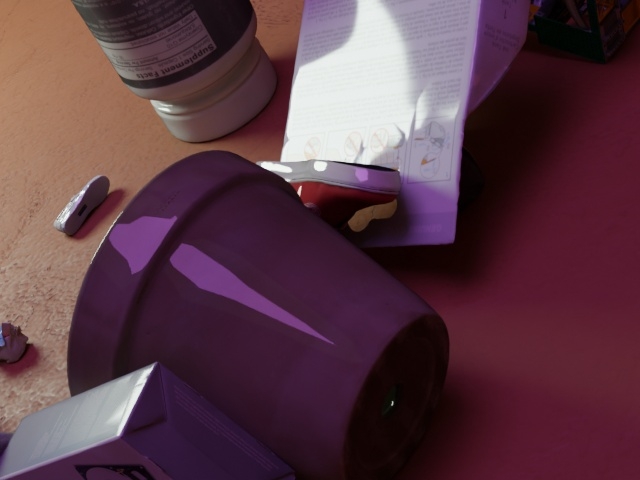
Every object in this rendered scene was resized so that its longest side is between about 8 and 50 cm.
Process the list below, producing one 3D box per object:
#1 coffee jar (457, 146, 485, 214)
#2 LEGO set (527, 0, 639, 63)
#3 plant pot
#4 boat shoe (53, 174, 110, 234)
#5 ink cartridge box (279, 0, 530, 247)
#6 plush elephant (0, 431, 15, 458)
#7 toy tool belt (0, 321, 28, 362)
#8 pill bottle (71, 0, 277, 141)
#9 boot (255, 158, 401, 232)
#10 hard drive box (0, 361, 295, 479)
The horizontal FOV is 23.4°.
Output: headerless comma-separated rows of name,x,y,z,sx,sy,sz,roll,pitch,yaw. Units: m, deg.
coffee jar,0.116,-0.094,1.794,0.096,0.079,0.184,-39,36,5
LEGO set,0.283,-0.378,1.878,0.331,0.255,0.192,18,58,41
plant pot,-0.039,0.104,1.516,0.280,0.323,0.323,22,59,29
boat shoe,-0.324,-0.050,2.085,0.035,0.035,0.100,13,61,40
ink cartridge box,0.093,-0.172,1.771,0.308,0.091,0.384,-3,77,49
plush elephant,-0.378,0.324,1.532,0.330,0.256,0.271,160,112,-71
toy tool belt,-0.410,0.125,1.922,0.083,0.051,0.052,-14,39,21
pill bottle,-0.210,-0.317,2.041,0.204,0.361,0.204,-19,39,16
boot,0.000,0.000,1.701,0.244,0.088,0.176,-1,82,57
hard drive box,-0.170,0.224,1.441,0.232,0.181,0.089,-25,31,45
